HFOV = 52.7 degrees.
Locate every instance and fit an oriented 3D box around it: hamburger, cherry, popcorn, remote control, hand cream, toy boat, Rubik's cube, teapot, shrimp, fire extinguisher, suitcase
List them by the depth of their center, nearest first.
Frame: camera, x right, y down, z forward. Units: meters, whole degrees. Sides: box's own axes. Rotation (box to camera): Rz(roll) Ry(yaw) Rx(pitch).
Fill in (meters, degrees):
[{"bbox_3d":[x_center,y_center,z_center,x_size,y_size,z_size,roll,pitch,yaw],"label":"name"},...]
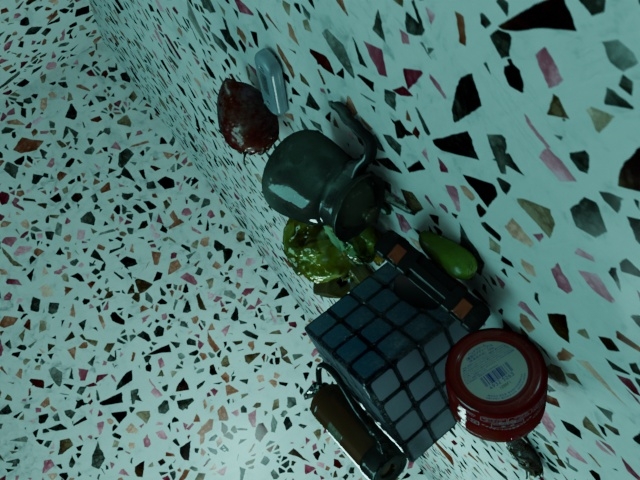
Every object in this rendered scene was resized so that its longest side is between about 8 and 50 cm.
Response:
[{"bbox_3d":[0.389,0.319,1.436,0.230,0.230,0.149,44,164,36],"label":"hand cream"},{"bbox_3d":[0.253,0.090,1.450,0.286,0.066,0.206,41,-174,14],"label":"suitcase"},{"bbox_3d":[0.045,-0.150,1.545,0.285,0.305,0.223,34,-172,29],"label":"teapot"},{"bbox_3d":[0.079,-0.035,1.716,0.214,0.125,0.235,60,178,12],"label":"hamburger"},{"bbox_3d":[0.079,0.460,1.722,0.376,0.113,0.200,38,118,44],"label":"fire extinguisher"},{"bbox_3d":[-0.132,-0.419,1.737,0.087,0.047,0.244,46,167,19],"label":"remote control"},{"bbox_3d":[0.221,0.316,1.761,0.344,0.337,0.343,32,155,55],"label":"Rubik's cube"},{"bbox_3d":[0.598,0.636,1.873,0.190,0.074,0.073,47,137,-16],"label":"shrimp"},{"bbox_3d":[-0.224,-0.364,1.908,0.192,0.175,0.249,-72,-42,-70],"label":"cherry"},{"bbox_3d":[-0.003,0.002,1.975,0.276,0.225,0.276,47,168,13],"label":"popcorn"},{"bbox_3d":[0.059,0.145,2.269,0.136,0.162,0.445,53,167,-7],"label":"toy boat"}]

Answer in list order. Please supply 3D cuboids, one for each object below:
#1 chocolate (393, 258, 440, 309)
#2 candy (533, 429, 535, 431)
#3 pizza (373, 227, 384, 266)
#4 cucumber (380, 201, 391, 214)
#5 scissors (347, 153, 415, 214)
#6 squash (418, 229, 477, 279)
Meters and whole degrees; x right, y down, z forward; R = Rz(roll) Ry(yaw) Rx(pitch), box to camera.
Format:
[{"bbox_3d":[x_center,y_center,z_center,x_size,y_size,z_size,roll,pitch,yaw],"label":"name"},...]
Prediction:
[{"bbox_3d":[0.256,0.099,1.626,0.149,0.080,0.125,4,117,51],"label":"chocolate"},{"bbox_3d":[0.550,0.480,1.730,0.083,0.020,0.030,58,165,-16],"label":"candy"},{"bbox_3d":[0.163,0.018,1.841,0.178,0.041,0.130,28,145,58],"label":"pizza"},{"bbox_3d":[0.117,-0.125,1.659,0.184,0.033,0.036,46,140,28],"label":"cucumber"},{"bbox_3d":[0.122,-0.128,1.606,0.300,0.022,0.109,36,132,38],"label":"scissors"},{"bbox_3d":[0.277,0.027,1.432,0.066,0.066,0.201,62,171,-32],"label":"squash"}]
